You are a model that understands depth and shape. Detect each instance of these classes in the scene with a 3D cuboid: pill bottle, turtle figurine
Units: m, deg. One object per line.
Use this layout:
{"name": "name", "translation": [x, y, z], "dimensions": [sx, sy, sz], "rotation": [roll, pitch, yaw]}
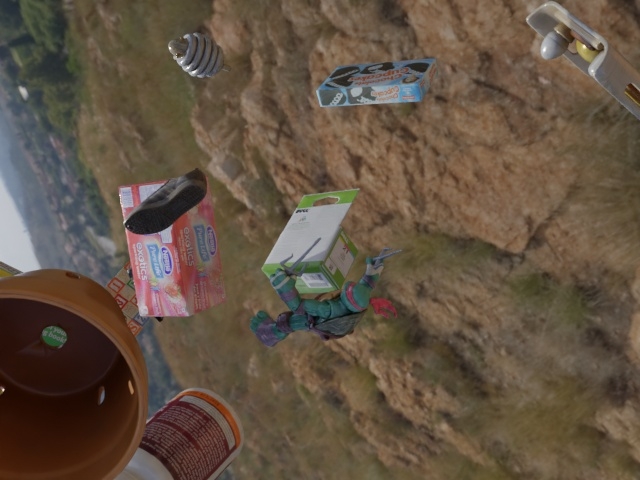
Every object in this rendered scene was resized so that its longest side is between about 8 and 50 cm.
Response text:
{"name": "pill bottle", "translation": [-0.371, 0.533, 1.571], "dimensions": [0.224, 0.392, 0.224], "rotation": [9, 111, 24]}
{"name": "turtle figurine", "translation": [0.006, 0.082, 0.934], "dimensions": [0.234, 0.175, 0.118], "rotation": [-36, 58, 48]}

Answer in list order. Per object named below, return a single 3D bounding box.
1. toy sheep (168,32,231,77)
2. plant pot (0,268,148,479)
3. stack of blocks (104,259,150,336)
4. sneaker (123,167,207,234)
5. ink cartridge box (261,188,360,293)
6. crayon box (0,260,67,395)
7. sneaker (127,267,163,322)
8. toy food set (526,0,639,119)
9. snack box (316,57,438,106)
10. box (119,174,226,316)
{"name": "toy sheep", "translation": [-0.233, -0.358, 1.304], "dimensions": [0.091, 0.132, 0.091], "rotation": [-18, 67, 52]}
{"name": "plant pot", "translation": [-0.361, 0.161, 0.856], "dimensions": [0.203, 0.290, 0.291], "rotation": [-117, 9, -70]}
{"name": "stack of blocks", "translation": [-0.632, 0.226, 2.135], "dimensions": [0.171, 0.297, 0.087], "rotation": [37, 140, -6]}
{"name": "sneaker", "translation": [-0.296, -0.075, 1.301], "dimensions": [0.066, 0.188, 0.071], "rotation": [53, -161, -37]}
{"name": "ink cartridge box", "translation": [0.000, 0.000, 1.635], "dimensions": [0.188, 0.255, 0.097], "rotation": [-4, 135, 39]}
{"name": "crayon box", "translation": [-0.590, 0.198, 1.154], "dimensions": [0.362, 0.313, 0.106], "rotation": [29, 172, -12]}
{"name": "sneaker", "translation": [-0.494, 0.151, 1.901], "dimensions": [0.170, 0.089, 0.051], "rotation": [39, 129, -2]}
{"name": "toy food set", "translation": [0.524, -0.322, 1.278], "dimensions": [0.092, 0.219, 0.306], "rotation": [-48, 29, 24]}
{"name": "snack box", "translation": [0.170, -0.470, 1.996], "dimensions": [0.321, 0.187, 0.060], "rotation": [2, 127, 26]}
{"name": "box", "translation": [-0.329, 0.011, 1.515], "dimensions": [0.154, 0.142, 0.300], "rotation": [-4, 98, 30]}
